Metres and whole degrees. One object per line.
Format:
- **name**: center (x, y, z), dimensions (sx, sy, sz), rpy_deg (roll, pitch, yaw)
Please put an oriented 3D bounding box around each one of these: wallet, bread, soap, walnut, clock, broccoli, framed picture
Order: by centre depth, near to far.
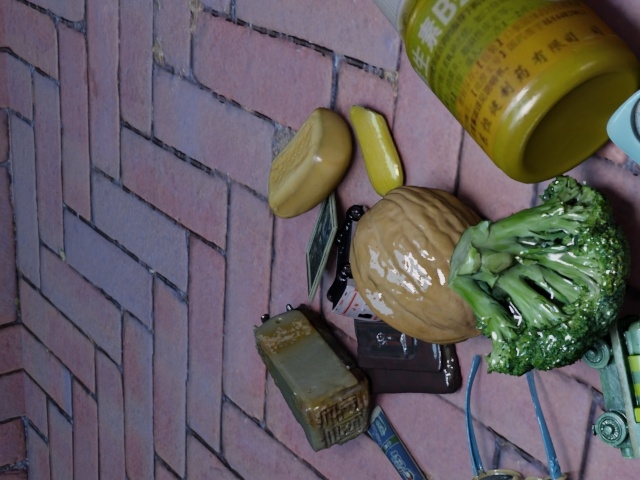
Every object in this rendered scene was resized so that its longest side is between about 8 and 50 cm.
- **clock**: center (0.433, -0.156, 1.445), dimensions (0.108, 0.045, 0.147), rpy_deg (43, 127, 10)
- **broccoli**: center (0.290, 0.041, 1.565), dimensions (0.269, 0.241, 0.261), rpy_deg (122, 158, -48)
- **walnut**: center (0.163, 0.041, 1.783), dimensions (0.261, 0.225, 0.225), rpy_deg (55, 141, 21)
- **soap**: center (0.096, -0.154, 1.968), dimensions (0.089, 0.033, 0.168), rpy_deg (-22, 83, 54)
- **wallet**: center (0.142, 0.176, 2.003), dimensions (0.229, 0.049, 0.182), rpy_deg (-8, 92, 55)
- **bread**: center (-0.014, -0.130, 2.069), dimensions (0.217, 0.098, 0.147), rpy_deg (-42, 40, 48)
- **framed picture**: center (0.000, 0.000, 2.119), dimensions (0.142, 0.011, 0.183), rpy_deg (-95, 18, -49)

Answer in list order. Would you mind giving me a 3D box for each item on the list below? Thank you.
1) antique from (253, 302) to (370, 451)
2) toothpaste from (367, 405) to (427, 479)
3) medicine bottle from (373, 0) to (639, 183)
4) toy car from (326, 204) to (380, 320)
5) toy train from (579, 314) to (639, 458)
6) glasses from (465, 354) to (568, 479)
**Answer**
- **antique**: center (-0.023, 0.235, 2.161), dimensions (0.284, 0.125, 0.150), rpy_deg (53, 160, 41)
- **toothpaste**: center (0.139, 0.384, 2.091), dimensions (0.197, 0.035, 0.057), rpy_deg (54, 125, 33)
- **medicine bottle**: center (0.228, -0.279, 1.565), dimensions (0.384, 0.224, 0.224), rpy_deg (55, 141, 30)
- **toy car**: center (0.077, 0.036, 2.002), dimensions (0.089, 0.108, 0.210), rpy_deg (115, 166, -48)
- **toy train**: center (0.426, 0.192, 1.574), dimensions (0.132, 0.083, 0.200), rpy_deg (-11, 92, 45)
- **glasses**: center (0.305, 0.287, 1.816), dimensions (0.189, 0.088, 0.221), rpy_deg (-14, 69, 57)
